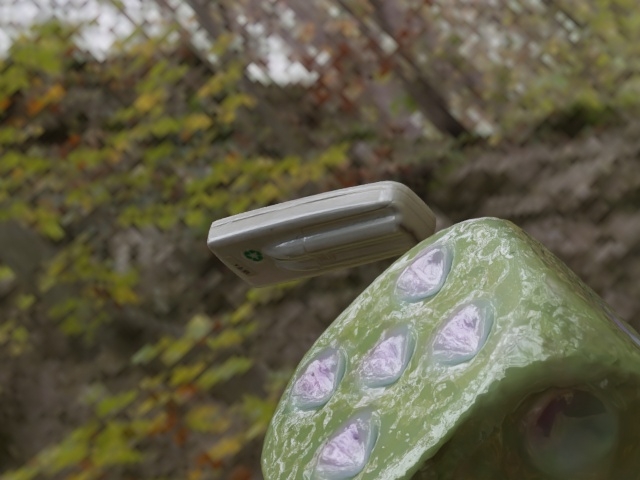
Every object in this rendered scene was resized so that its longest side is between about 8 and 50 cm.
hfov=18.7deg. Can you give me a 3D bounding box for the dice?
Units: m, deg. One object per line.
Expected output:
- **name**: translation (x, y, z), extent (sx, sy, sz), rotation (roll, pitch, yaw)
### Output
- **dice**: translation (0.128, 0.153, 1.324), extent (0.250, 0.252, 0.254), rotation (-46, 22, 7)

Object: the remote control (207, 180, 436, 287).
- **remote control**: translation (0.000, -0.001, 1.862), extent (0.230, 0.049, 0.090), rotation (-13, -40, 36)
